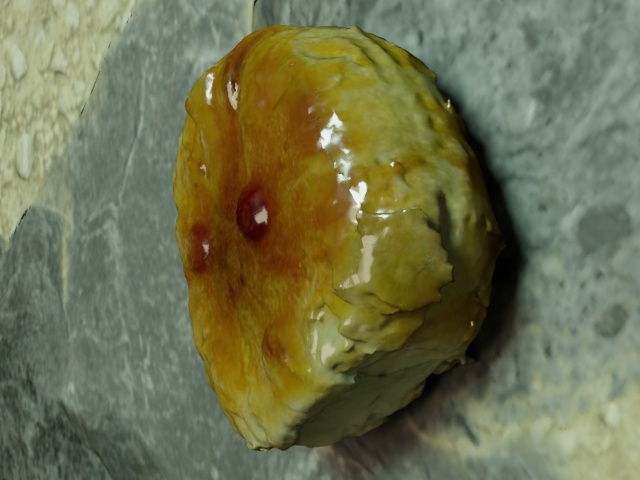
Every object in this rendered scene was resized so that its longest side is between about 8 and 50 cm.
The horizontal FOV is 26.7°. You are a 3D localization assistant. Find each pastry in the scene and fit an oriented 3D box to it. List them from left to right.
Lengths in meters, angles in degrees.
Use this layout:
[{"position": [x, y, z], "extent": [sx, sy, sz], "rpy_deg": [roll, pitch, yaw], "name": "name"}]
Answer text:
[{"position": [0.000, 0.000, 0.677], "extent": [0.229, 0.100, 0.218], "rpy_deg": [5, 95, 53], "name": "pastry"}]
